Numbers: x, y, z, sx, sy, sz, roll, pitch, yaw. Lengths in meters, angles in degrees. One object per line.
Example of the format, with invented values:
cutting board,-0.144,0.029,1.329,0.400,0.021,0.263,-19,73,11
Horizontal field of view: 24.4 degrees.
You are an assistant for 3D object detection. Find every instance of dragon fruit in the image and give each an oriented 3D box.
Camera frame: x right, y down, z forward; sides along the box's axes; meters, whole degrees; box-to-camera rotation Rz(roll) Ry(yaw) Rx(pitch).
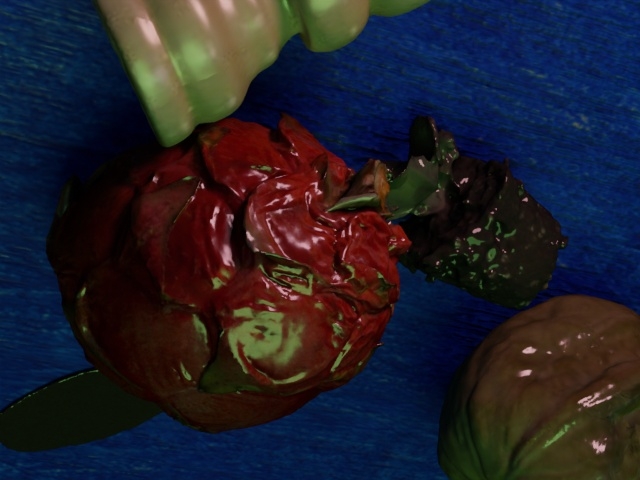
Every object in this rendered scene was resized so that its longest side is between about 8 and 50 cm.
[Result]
dragon fruit,-0.086,0.027,1.309,0.342,0.277,0.277,-21,136,24

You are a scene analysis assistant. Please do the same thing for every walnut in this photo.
walnut,0.277,0.212,1.593,0.277,0.282,0.253,-23,133,-21

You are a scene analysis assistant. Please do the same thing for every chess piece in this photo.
chess piece,-0.032,-0.213,1.225,0.300,0.167,0.167,-25,134,-5

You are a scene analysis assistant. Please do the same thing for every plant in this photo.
plant,0.135,-0.023,1.440,0.203,0.131,0.142,26,90,-21

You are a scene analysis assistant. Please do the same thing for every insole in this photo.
insole,-0.193,0.157,1.588,0.328,0.007,0.111,-22,135,2
